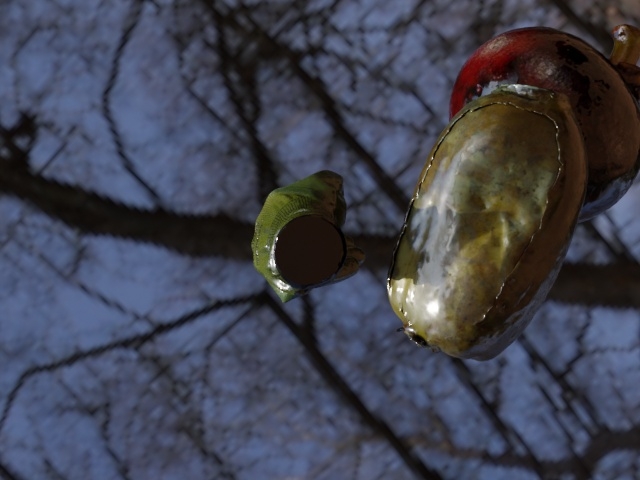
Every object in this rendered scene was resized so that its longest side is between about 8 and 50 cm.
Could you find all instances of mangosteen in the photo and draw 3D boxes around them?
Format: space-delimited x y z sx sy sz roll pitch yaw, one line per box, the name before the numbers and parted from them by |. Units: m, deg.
mangosteen | 0.276 -0.145 2.102 0.261 0.235 0.235 -39 -93 -12

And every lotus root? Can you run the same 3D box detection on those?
lotus root | 0.168 -0.018 1.817 0.160 0.274 0.152 23 -177 31

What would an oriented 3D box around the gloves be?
gloves | -0.013 -0.004 1.861 0.107 0.135 0.268 19 -176 6
